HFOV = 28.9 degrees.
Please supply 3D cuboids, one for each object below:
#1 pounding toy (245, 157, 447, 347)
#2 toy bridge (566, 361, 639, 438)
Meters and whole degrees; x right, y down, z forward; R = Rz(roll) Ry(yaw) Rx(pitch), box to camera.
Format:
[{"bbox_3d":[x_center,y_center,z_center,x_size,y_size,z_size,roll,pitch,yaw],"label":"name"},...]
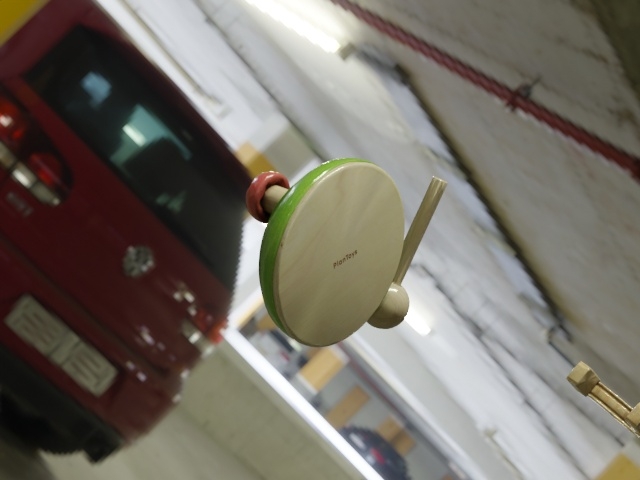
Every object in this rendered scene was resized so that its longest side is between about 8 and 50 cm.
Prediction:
[{"bbox_3d":[0.000,0.000,1.218,0.110,0.183,0.237,21,11,38],"label":"pounding toy"},{"bbox_3d":[0.316,0.181,1.203,0.188,0.026,0.063,38,-5,47],"label":"toy bridge"}]
